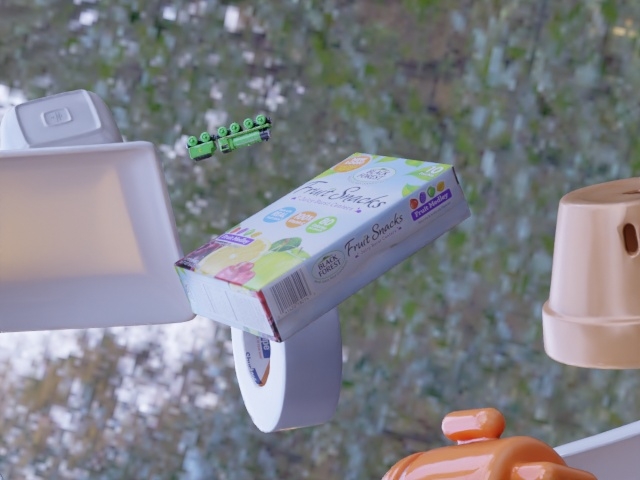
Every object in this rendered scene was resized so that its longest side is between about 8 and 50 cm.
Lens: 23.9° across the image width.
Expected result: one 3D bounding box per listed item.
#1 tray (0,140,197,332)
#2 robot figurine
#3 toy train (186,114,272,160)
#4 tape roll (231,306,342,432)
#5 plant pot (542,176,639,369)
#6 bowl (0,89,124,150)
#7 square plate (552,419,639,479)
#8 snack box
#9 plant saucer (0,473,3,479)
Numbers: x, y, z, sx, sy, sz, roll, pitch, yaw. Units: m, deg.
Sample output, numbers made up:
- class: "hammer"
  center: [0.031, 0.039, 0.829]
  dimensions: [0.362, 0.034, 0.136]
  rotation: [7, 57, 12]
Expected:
- class: "tray"
  center: [-0.214, -0.002, 0.885]
  dimensions: [0.030, 0.270, 0.145]
  rotation: [-87, -9, -47]
- class: "robot figurine"
  center: [0.132, 0.232, 1.280]
  dimensions: [0.128, 0.219, 0.158]
  rotation: [-33, -80, -44]
- class: "toy train"
  center: [-0.082, -0.092, 1.370]
  dimensions: [0.017, 0.083, 0.024]
  rotation: [33, -138, -74]
- class: "tape roll"
  center: [-0.043, 0.115, 1.792]
  dimensions: [0.219, 0.072, 0.219]
  rotation: [175, 90, -72]
- class: "plant pot"
  center: [0.425, 0.030, 1.976]
  dimensions: [0.291, 0.290, 0.204]
  rotation: [-41, -57, -73]
- class: "bowl"
  center: [-0.305, -0.124, 1.772]
  dimensions: [0.142, 0.142, 0.053]
  rotation: [-118, 18, -46]
- class: "square plate"
  center: [0.428, 0.303, 1.808]
  dimensions: [0.049, 0.347, 0.344]
  rotation: [-96, -21, -46]
- class: "snack box"
  center: [0.000, 0.000, 0.856]
  dimensions: [0.141, 0.100, 0.037]
  rotation: [-32, -66, -25]
- class: "plant saucer"
  center: [-0.403, 0.207, 1.467]
  dimensions: [0.195, 0.194, 0.037]
  rotation: [83, -169, -63]
